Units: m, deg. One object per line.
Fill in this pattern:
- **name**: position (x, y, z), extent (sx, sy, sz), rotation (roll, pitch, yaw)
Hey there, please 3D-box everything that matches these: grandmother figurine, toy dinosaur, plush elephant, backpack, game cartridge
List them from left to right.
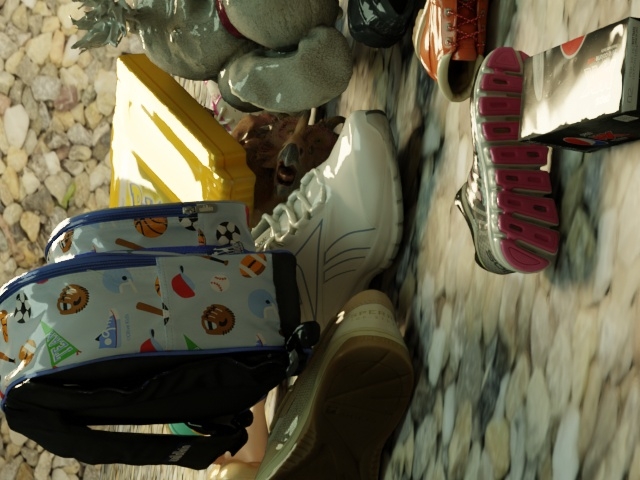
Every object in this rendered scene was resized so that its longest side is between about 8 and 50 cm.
- **backpack**: position (-0.165, 0.081, 1.436), extent (0.276, 0.263, 0.213), rotation (124, 133, -58)
- **game cartridge**: position (-0.159, 0.000, 1.701), extent (0.285, 0.052, 0.324), rotation (45, 137, 49)
- **grandmother figurine**: position (-0.089, 0.119, 1.915), extent (0.208, 0.104, 0.342), rotation (157, 115, -66)
- **plush elephant**: position (-0.056, -0.255, 1.591), extent (0.255, 0.330, 0.272), rotation (1, 108, 39)
- **toy dinosaur**: position (-0.055, -0.082, 1.696), extent (0.295, 0.127, 0.200), rotation (44, 127, 53)

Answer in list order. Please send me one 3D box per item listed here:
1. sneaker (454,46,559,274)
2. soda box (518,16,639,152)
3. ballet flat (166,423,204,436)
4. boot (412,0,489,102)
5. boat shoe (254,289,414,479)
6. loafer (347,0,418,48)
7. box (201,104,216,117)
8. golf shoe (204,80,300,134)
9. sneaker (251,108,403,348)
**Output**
- **sneaker**: position (0.127, -0.051, 1.122), extent (0.075, 0.063, 0.170), rotation (141, 129, -64)
- **soda box**: position (0.174, -0.092, 0.960), extent (0.169, 0.053, 0.060), rotation (171, 105, -76)
- **ballet flat**: position (-0.142, 0.106, 2.153), extent (0.123, 0.123, 0.348), rotation (166, 109, -76)
- **boot**: position (0.115, -0.187, 1.266), extent (0.084, 0.059, 0.158), rotation (-103, 14, -46)
- **boat shoe**: position (0.005, 0.177, 1.470), extent (0.098, 0.109, 0.302), rotation (-92, 20, -52)
- **loafer**: position (0.064, -0.292, 1.497), extent (0.078, 0.076, 0.223), rotation (146, 128, -61)
- **box**: position (-0.121, -0.104, 1.929), extent (0.232, 0.058, 0.087), rotation (15, -103, -61)
- **golf shoe**: position (-0.072, -0.131, 1.858), extent (0.115, 0.140, 0.306), rotation (174, 100, -76)
- **sneaker**: position (0.000, 0.000, 1.506), extent (0.111, 0.129, 0.297), rotation (-97, 19, -49)
